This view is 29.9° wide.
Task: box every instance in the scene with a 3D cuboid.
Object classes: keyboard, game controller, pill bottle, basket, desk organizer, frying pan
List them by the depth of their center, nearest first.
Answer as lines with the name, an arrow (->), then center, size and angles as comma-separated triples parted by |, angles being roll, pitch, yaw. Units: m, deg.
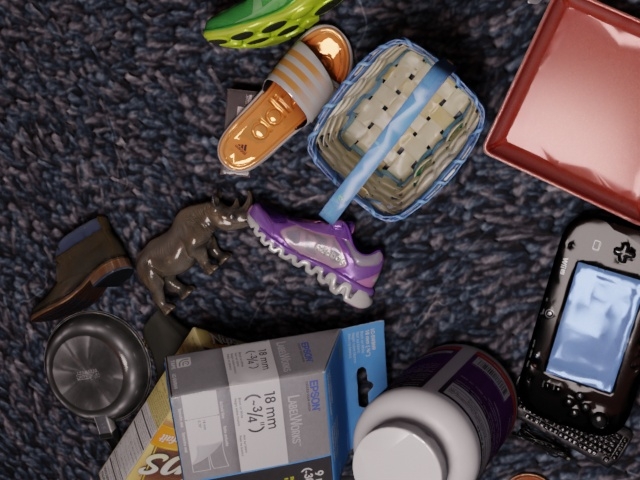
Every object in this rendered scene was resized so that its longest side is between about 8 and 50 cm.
basket -> 0.106, -0.153, 1.648 | 0.201, 0.289, 0.255 | 41, 111, 3
pill bottle -> 0.160, 0.272, 1.707 | 0.181, 0.323, 0.181 | 5, 103, 23
game controller -> 0.400, 0.124, 1.744 | 0.166, 0.067, 0.319 | 15, 104, 6
keyboard -> 0.365, 0.287, 1.812 | 0.192, 0.038, 0.100 | 28, 108, 9
desk organizer -> -0.123, -0.165, 1.835 | 0.047, 0.050, 0.130 | 6, 98, 0
frying pan -> -0.388, 0.277, 2.018 | 0.197, 0.053, 0.326 | 12, 102, 13

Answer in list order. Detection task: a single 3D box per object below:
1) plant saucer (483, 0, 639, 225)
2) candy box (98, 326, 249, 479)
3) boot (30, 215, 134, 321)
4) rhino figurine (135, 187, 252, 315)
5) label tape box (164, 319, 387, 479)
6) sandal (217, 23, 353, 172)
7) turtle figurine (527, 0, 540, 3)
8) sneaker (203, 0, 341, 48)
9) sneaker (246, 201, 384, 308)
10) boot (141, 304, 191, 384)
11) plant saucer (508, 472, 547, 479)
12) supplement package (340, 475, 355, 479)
plant saucer -> 0.398, -0.189, 1.688 | 0.258, 0.048, 0.259 | 26, 107, 9
candy box -> -0.193, 0.300, 1.896 | 0.183, 0.087, 0.316 | 21, 112, -33
boot -> -0.403, 0.051, 1.966 | 0.219, 0.082, 0.106 | -30, 71, 24
rhino figurine -> -0.195, 0.003, 1.885 | 0.243, 0.073, 0.106 | -42, 92, 18
label tape box -> -0.050, 0.268, 1.785 | 0.334, 0.106, 0.240 | -9, 121, -8
sandal -> -0.048, -0.200, 1.767 | 0.102, 0.076, 0.265 | 41, 95, -8
turtle figurine -> 0.392, -0.427, 1.561 | 0.266, 0.274, 0.198 | 0, 137, 11
sneaker -> -0.046, -0.377, 1.752 | 0.295, 0.109, 0.123 | -29, 75, 19
sneaker -> 0.000, 0.000, 1.825 | 0.236, 0.095, 0.104 | 33, 103, 1
boot -> -0.257, 0.212, 1.962 | 0.137, 0.077, 0.198 | 40, 108, 17
plant saucer -> 0.325, 0.399, 1.862 | 0.083, 0.013, 0.083 | 4, 104, 15
supplement package -> 0.076, 0.499, 1.821 | 0.198, 0.263, 0.199 | -3, 101, 16
